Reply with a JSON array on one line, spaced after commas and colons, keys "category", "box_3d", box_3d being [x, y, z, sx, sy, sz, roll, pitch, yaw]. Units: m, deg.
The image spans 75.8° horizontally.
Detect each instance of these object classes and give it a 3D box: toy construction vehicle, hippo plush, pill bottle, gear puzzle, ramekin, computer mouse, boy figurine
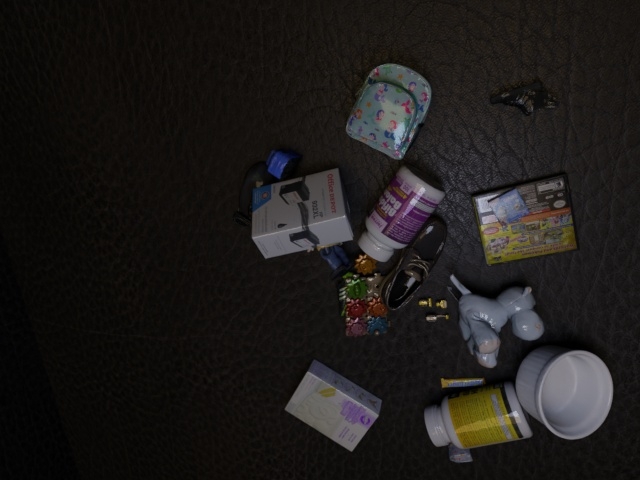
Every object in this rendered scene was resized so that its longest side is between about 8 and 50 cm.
[{"category": "toy construction vehicle", "box_3d": [0.408, 0.247, 1.481, 0.098, 0.035, 0.085, -8, 94, 17]}, {"category": "hippo plush", "box_3d": [0.589, 0.253, 1.363, 0.237, 0.234, 0.294, -17, 60, 4]}, {"category": "pill bottle", "box_3d": [0.252, -0.081, 1.341, 0.169, 0.169, 0.301, 34, 114, 4]}, {"category": "pill bottle", "box_3d": [0.557, 0.635, 1.477, 0.334, 0.188, 0.188, -23, 100, 22]}, {"category": "gear puzzle", "box_3d": [0.176, 0.204, 1.497, 0.176, 0.044, 0.338, -3, 108, -4]}, {"category": "ramekin", "box_3d": [0.776, 0.475, 1.328, 0.277, 0.135, 0.277, 0, 90, -13]}, {"category": "computer mouse", "box_3d": [-0.236, -0.154, 1.520, 0.189, 0.072, 0.272, 19, 112, 11]}, {"category": "boy figurine", "box_3d": [0.000, 0.000, 1.450, 0.285, 0.177, 0.092, 53, 127, 14]}]

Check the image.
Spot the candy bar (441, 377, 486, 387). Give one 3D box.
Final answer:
[{"category": "candy bar", "box_3d": [0.536, 0.533, 1.543, 0.162, 0.018, 0.040, -9, 105, 20]}]

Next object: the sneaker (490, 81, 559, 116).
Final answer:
[{"category": "sneaker", "box_3d": [0.591, -0.400, 1.194, 0.170, 0.051, 0.089, -15, 98, 18]}]

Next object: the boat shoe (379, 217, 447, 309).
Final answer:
[{"category": "boat shoe", "box_3d": [0.323, 0.094, 1.382, 0.132, 0.130, 0.355, 24, 108, -6]}]

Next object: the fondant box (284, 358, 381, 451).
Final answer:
[{"category": "fondant box", "box_3d": [0.050, 0.681, 1.700, 0.330, 0.096, 0.238, 29, 114, 5]}]

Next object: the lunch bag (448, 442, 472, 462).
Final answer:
[{"category": "lunch bag", "box_3d": [0.546, 0.826, 1.609, 0.083, 0.071, 0.053, -18, 106, 19]}]

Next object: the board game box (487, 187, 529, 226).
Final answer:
[{"category": "board game box", "box_3d": [0.583, -0.103, 1.274, 0.090, 0.020, 0.090, -30, 96, 23]}]

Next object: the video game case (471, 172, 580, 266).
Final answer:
[{"category": "video game case", "box_3d": [0.645, -0.059, 1.301, 0.275, 0.035, 0.248, -13, 103, 20]}]

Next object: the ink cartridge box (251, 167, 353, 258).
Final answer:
[{"category": "ink cartridge box", "box_3d": [-0.062, -0.091, 1.365, 0.308, 0.223, 0.129, -12, 142, 9]}]

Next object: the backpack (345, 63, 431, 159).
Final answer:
[{"category": "backpack", "box_3d": [0.212, -0.399, 1.246, 0.225, 0.191, 0.253, 29, 109, 7]}]

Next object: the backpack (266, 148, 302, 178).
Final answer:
[{"category": "backpack", "box_3d": [-0.136, -0.266, 1.425, 0.101, 0.120, 0.098, 28, 114, 7]}]

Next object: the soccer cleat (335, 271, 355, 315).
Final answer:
[{"category": "soccer cleat", "box_3d": [0.089, 0.197, 1.551, 0.072, 0.060, 0.178, 20, 108, 23]}]
